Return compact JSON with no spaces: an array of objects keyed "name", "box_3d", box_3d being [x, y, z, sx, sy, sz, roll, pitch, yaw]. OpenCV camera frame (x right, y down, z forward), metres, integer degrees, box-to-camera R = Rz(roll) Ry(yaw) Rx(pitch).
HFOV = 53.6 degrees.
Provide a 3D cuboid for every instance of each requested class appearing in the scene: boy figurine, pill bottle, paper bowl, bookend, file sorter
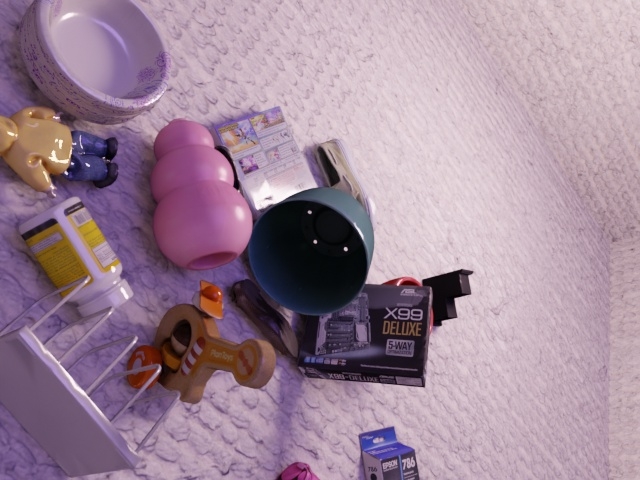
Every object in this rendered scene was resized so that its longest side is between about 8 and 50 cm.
[{"name":"boy figurine","box_3d":[-0.515,-0.164,1.166,0.285,0.092,0.177,8,69,-47]},{"name":"pill bottle","box_3d":[-0.437,0.036,1.149,0.119,0.119,0.208,-42,107,-49]},{"name":"paper bowl","box_3d":[-0.457,-0.369,1.272,0.284,0.148,0.284,21,60,-43]},{"name":"bookend","box_3d":[0.423,0.186,2.054,0.072,0.157,0.156,11,66,-46]},{"name":"file sorter","box_3d":[-0.399,0.227,1.061,0.278,0.193,0.173,57,38,-16]}]

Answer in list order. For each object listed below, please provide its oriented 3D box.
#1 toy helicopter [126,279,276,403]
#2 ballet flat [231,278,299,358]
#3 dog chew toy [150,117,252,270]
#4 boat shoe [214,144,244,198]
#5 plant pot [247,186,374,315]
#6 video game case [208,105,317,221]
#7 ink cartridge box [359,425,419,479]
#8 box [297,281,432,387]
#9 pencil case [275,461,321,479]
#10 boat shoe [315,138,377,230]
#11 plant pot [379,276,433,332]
[{"name":"toy helicopter","box_3d":[-0.200,0.189,1.174,0.140,0.355,0.235,25,74,-41]},{"name":"ballet flat","box_3d":[-0.132,0.191,1.498,0.250,0.058,0.084,54,20,-28]},{"name":"dog chew toy","box_3d":[-0.268,-0.109,1.352,0.206,0.206,0.332,3,65,-49]},{"name":"boat shoe","box_3d":[-0.212,-0.111,1.468,0.080,0.076,0.229,-8,93,-7]},{"name":"plant pot","box_3d":[0.000,0.000,1.557,0.293,0.293,0.235,61,25,-12]},{"name":"video game case","box_3d":[-0.149,-0.199,1.626,0.269,0.061,0.244,-33,101,-50]},{"name":"ink cartridge box","box_3d":[0.197,0.665,1.669,0.165,0.065,0.333,5,70,-48]},{"name":"box","box_3d":[0.117,0.227,1.572,0.076,0.307,0.242,70,26,-53]},{"name":"pencil case","box_3d":[-0.009,0.591,1.440,0.098,0.095,0.209,-44,115,-11]},{"name":"boat shoe","box_3d":[0.068,-0.151,1.844,0.094,0.109,0.302,-17,78,-36]},{"name":"plant pot","box_3d":[0.192,0.210,1.762,0.191,0.174,0.191,23,57,-42]}]
